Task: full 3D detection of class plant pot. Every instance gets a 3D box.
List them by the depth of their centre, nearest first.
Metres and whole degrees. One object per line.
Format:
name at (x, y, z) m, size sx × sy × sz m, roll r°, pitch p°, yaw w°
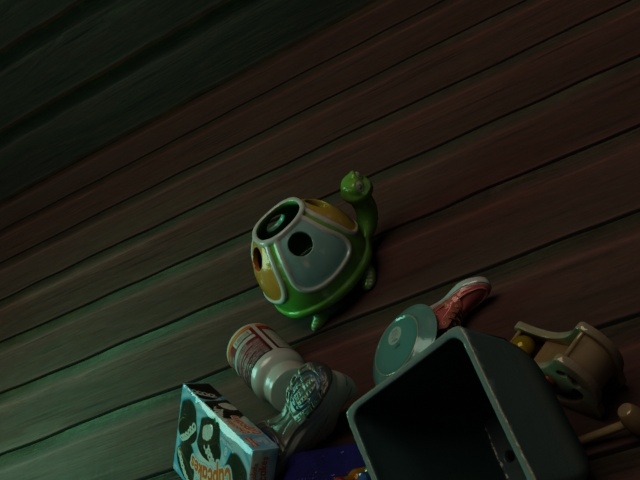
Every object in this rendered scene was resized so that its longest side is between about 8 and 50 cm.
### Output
plant pot at (0.240, 0.294, 1.352) m, size 0.248 × 0.252 × 0.247 m, roll -43°, pitch 54°, yaw 32°

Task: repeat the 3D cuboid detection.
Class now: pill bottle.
pill bottle at (-0.101, 0.262, 1.941) m, size 0.121 × 0.121 × 0.221 m, roll -43°, pitch 31°, yaw -7°

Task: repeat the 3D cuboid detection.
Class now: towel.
towel at (0.020, 0.487, 1.578) m, size 0.227 × 0.076 × 0.308 m, roll -14°, pitch 38°, yaw 24°

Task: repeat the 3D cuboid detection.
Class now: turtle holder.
turtle holder at (-0.003, 0.013, 2.059) m, size 0.320 × 0.227 × 0.243 m, roll -30°, pitch 31°, yaw 15°

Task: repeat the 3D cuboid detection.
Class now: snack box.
snack box at (-0.187, 0.414, 1.792) m, size 0.322 × 0.060 × 0.187 m, roll 25°, pitch 110°, yaw 56°

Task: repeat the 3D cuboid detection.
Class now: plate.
plate at (0.151, 0.202, 1.788) m, size 0.188 × 0.024 × 0.188 m, roll -45°, pitch 28°, yaw 33°

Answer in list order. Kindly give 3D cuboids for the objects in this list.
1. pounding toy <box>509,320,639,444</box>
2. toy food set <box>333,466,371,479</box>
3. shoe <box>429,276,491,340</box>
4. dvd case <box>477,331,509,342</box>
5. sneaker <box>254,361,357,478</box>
pounding toy at (0.372, 0.221, 1.464) m, size 0.155 × 0.154 × 0.269 m, roll -49°, pitch 32°, yaw -17°
toy food set at (0.129, 0.411, 1.444) m, size 0.232 × 0.104 × 0.111 m, roll 45°, pitch 125°, yaw 41°
shoe at (0.253, 0.143, 1.785) m, size 0.178 × 0.063 × 0.081 m, roll -34°, pitch 32°, yaw 18°
dvd case at (0.195, 0.251, 1.586) m, size 0.253 × 0.022 × 0.180 m, roll -46°, pitch 10°, yaw -10°
sneaker at (-0.038, 0.359, 1.767) m, size 0.297 × 0.129 × 0.111 m, roll -50°, pitch 47°, yaw 19°
